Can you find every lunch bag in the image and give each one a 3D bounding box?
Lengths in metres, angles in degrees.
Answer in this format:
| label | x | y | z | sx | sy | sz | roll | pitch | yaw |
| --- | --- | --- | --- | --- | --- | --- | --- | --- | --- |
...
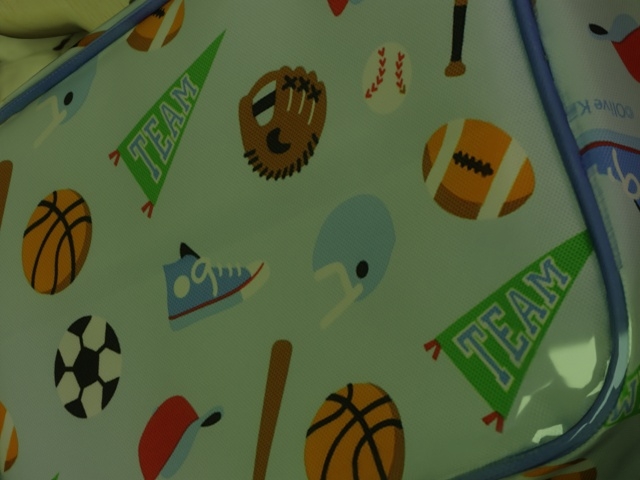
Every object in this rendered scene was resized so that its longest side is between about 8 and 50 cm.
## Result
| label | x | y | z | sx | sy | sz | roll | pitch | yaw |
| --- | --- | --- | --- | --- | --- | --- | --- | --- | --- |
| lunch bag | 0.000 | 0.000 | 0.591 | 0.303 | 0.115 | 0.243 | -28 | 65 | 35 |

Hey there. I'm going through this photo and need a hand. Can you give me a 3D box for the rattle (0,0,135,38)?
| label | x | y | z | sx | sy | sz | roll | pitch | yaw |
| --- | --- | --- | --- | --- | --- | --- | --- | --- | --- |
| rattle | -0.100 | -0.136 | 0.668 | 0.200 | 0.143 | 0.130 | 38 | 80 | 21 |
